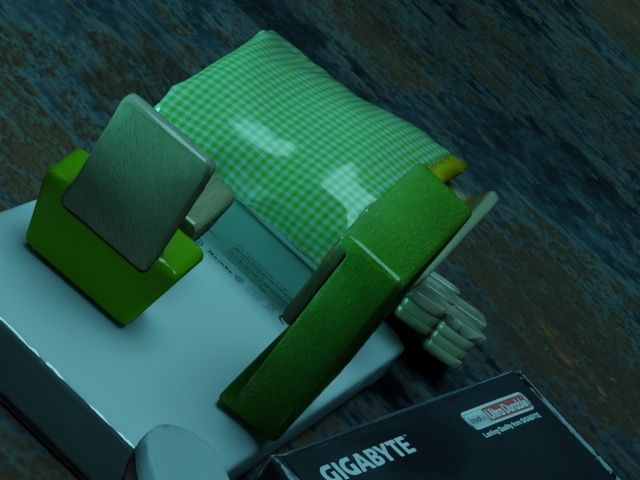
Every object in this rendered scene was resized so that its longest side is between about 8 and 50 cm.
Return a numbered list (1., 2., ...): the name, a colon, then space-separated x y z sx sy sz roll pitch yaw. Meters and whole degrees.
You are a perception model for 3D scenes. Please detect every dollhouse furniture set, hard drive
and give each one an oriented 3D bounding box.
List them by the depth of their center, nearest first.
1. dollhouse furniture set: 0.000 -0.056 1.182 0.197 0.151 0.301 40 38 5
2. hard drive: -0.089 0.046 1.191 0.203 0.040 0.307 43 27 10

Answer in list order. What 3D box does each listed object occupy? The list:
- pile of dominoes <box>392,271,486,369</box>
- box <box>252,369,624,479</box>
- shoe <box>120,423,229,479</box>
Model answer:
1. pile of dominoes: 0.000 0.000 1.358 0.251 0.040 0.196 34 6 -2
2. box: 0.128 0.219 1.150 0.293 0.073 0.295 48 27 19
3. shoe: -0.076 0.172 0.952 0.063 0.081 0.178 24 26 -25
